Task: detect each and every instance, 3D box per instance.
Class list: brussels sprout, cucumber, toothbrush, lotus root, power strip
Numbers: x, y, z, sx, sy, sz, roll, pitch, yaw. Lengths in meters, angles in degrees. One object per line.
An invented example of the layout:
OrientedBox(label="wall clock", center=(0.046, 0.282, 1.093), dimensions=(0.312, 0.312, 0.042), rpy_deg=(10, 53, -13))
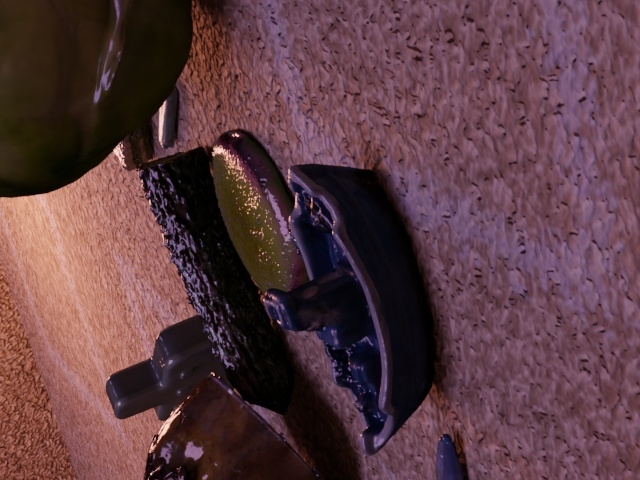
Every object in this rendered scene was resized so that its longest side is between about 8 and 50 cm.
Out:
OrientedBox(label="brussels sprout", center=(-0.365, -0.226, 1.787), dimensions=(0.342, 0.425, 0.361), rpy_deg=(-28, -61, -71))
OrientedBox(label="cucumber", center=(-0.125, 0.059, 2.012), dimensions=(0.359, 0.096, 0.096), rpy_deg=(69, 161, -8))
OrientedBox(label="toothbrush", center=(0.142, 0.355, 1.717), dimensions=(0.035, 0.042, 0.413), rpy_deg=(47, 151, 46))
OrientedBox(label="lotus root", center=(-0.110, 0.303, 2.011), dimensions=(0.272, 0.192, 0.272), rpy_deg=(50, 170, 13))
OrientedBox(label="power strip", center=(-0.200, 0.186, 2.204), dimensions=(0.059, 0.193, 0.265), rpy_deg=(63, 162, 18))

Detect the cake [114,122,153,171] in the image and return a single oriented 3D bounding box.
OrientedBox(label="cake", center=(-0.254, -0.147, 2.185), dimensions=(0.055, 0.051, 0.140), rpy_deg=(56, 159, 15))

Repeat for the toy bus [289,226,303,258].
OrientedBox(label="toy bus", center=(0.000, 0.000, 1.685), dimensions=(0.046, 0.038, 0.083), rpy_deg=(67, 162, -11))

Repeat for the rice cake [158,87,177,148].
OrientedBox(label="rice cake", center=(-0.197, -0.159, 2.061), dimensions=(0.121, 0.021, 0.022), rpy_deg=(103, 145, -57))

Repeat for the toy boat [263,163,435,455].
OrientedBox(label="toy boat", center=(0.021, 0.068, 1.547), dimensions=(0.129, 0.142, 0.309), rpy_deg=(23, 132, 61))

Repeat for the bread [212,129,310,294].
OrientedBox(label="bread", center=(-0.073, -0.021, 1.868), dimensions=(0.228, 0.033, 0.228), rpy_deg=(52, 155, 37))
